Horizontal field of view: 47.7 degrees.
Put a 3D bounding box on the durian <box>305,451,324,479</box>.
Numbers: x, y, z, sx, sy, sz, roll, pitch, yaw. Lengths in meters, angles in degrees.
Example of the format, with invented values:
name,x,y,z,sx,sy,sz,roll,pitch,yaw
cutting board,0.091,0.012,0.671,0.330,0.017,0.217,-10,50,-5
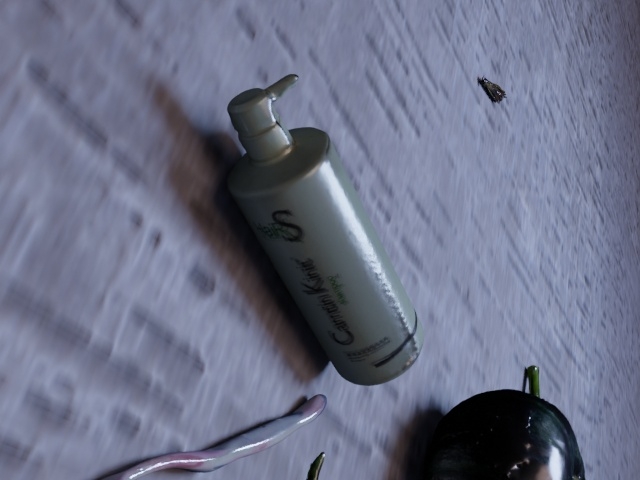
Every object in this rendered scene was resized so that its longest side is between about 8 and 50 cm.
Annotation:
name,x,y,z,sx,sy,sz,roll,pitch,yaw
durian,-0.002,0.326,0.486,0.132,0.106,0.375,-25,108,-54

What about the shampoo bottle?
name,x,y,z,sx,sy,sz,roll,pitch,yaw
shampoo bottle,0.000,0.000,0.560,0.262,0.085,0.085,61,39,-33

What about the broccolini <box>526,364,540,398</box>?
name,x,y,z,sx,sy,sz,roll,pitch,yaw
broccolini,0.317,0.304,1.082,0.054,0.051,0.239,119,-22,-62

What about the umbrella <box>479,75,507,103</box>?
name,x,y,z,sx,sy,sz,roll,pitch,yaw
umbrella,0.256,-0.225,1.075,0.083,0.020,0.032,12,75,-52

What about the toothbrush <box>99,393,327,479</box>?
name,x,y,z,sx,sy,sz,roll,pitch,yaw
toothbrush,-0.068,0.142,0.490,0.269,0.021,0.027,-5,102,-58

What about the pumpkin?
name,x,y,z,sx,sy,sz,roll,pitch,yaw
pumpkin,0.202,0.277,0.776,0.233,0.163,0.233,17,70,-59
